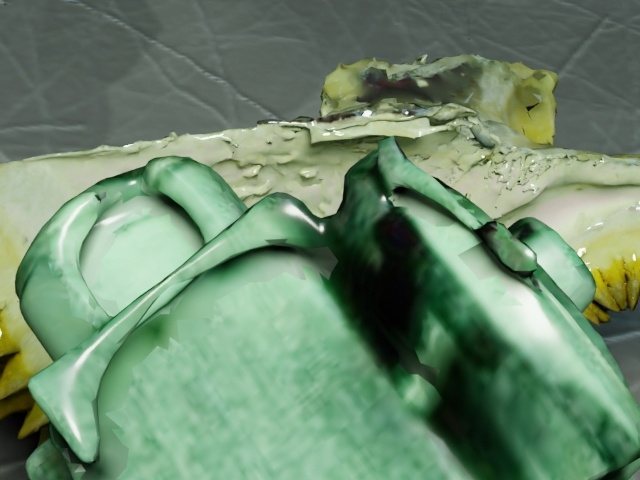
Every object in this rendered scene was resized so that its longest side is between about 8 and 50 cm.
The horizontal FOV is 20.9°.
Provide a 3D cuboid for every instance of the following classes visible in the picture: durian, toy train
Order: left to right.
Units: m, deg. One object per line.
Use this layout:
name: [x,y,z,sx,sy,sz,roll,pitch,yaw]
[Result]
durian: [0.000,0.000,0.607,0.306,0.166,0.172,-1,42,-13]
toy train: [0.037,0.116,0.421,0.167,0.238,0.299,-37,71,-3]
